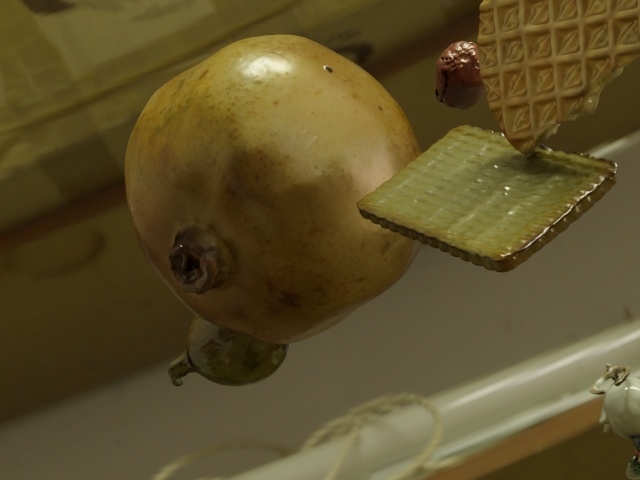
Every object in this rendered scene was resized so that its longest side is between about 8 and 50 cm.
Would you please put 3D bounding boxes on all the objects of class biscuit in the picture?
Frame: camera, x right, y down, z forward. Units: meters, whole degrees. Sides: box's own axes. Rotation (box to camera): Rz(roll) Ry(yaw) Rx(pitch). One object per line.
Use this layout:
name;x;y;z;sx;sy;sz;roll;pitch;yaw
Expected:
biscuit;0.171;-0.047;1.510;0.172;0.254;0.029;-37;-59;-21
biscuit;0.257;-0.244;1.453;0.040;0.204;0.309;-5;-30;-47

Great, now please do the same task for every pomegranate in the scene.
pomegranate;-0.062;-0.062;1.895;0.417;0.416;0.416;-18;-25;-9

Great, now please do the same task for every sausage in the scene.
sausage;0.197;-0.229;2.039;0.076;0.076;0.141;-21;-19;-2

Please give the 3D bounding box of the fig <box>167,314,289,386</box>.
fig;-0.142;0.141;2.096;0.186;0.142;0.148;-18;15;-3

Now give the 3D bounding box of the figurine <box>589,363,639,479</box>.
figurine;0.449;0.247;2.066;0.132;0.153;0.132;-37;4;3
